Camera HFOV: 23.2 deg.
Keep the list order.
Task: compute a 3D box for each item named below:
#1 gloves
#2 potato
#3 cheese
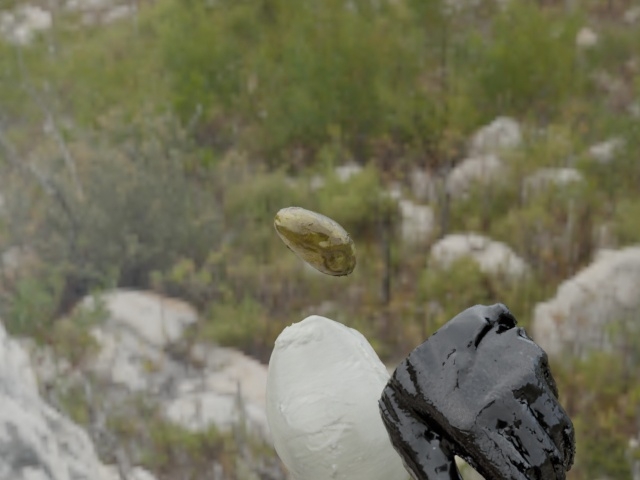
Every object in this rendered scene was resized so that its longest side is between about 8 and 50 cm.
[{"bbox_3d":[0.136,0.146,1.119,0.129,0.106,0.181,-25,65,-41],"label":"gloves"},{"bbox_3d":[0.000,0.000,1.347,0.046,0.092,0.045,-38,32,21],"label":"potato"},{"bbox_3d":[0.022,0.204,1.733,0.154,0.198,0.189,-32,42,-11],"label":"cheese"}]
